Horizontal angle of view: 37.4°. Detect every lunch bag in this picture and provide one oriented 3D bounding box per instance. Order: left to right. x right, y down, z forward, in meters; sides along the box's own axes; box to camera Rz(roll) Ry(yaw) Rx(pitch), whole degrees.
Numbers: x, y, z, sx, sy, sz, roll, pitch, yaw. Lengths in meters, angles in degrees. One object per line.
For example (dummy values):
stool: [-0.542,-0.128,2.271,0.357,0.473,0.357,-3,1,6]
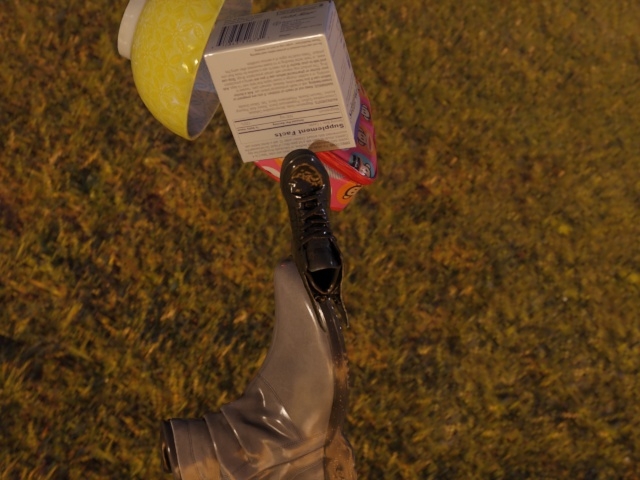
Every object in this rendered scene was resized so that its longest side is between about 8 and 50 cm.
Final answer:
lunch bag: [-0.037,-0.207,1.510,0.258,0.120,0.293,31,35,-29]

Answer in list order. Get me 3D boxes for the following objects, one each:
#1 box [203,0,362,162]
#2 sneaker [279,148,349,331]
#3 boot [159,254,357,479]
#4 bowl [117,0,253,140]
box: [-0.034,-0.160,0.965,0.126,0.137,0.072,-6,40,14]
sneaker: [-0.003,0.000,0.939,0.051,0.170,0.089,-12,35,-11]
boot: [-0.082,0.194,1.097,0.222,0.338,0.118,-11,14,-13]
bowl: [-0.225,-0.320,1.493,0.156,0.290,0.289,21,43,2]
